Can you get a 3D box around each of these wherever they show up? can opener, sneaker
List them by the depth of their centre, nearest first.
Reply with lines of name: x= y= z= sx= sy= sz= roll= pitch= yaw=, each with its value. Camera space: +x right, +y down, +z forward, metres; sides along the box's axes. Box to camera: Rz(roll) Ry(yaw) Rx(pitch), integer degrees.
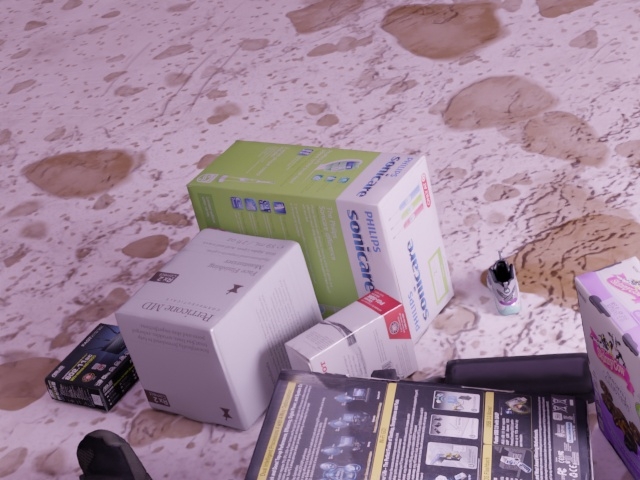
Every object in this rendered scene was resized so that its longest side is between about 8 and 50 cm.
sneaker: x=-0.239 y=0.285 z=1.472 sx=0.130 sy=0.087 sz=0.227 roll=-20 pitch=36 yaw=-21
can opener: x=0.163 y=0.173 z=1.515 sx=0.280 sy=0.074 sz=0.093 roll=-9 pitch=65 yaw=13
sneaker: x=0.221 y=0.038 z=1.691 sx=0.038 sy=0.069 sz=0.098 roll=-15 pitch=31 yaw=0

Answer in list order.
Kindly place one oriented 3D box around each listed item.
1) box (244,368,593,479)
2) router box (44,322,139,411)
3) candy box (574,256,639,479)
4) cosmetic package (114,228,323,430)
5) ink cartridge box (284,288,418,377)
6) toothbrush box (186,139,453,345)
box: x=0.086 y=0.254 z=1.248 sx=0.318 sy=0.097 sz=0.395 roll=6 pitch=23 yaw=5
router box: x=-0.271 y=0.157 z=1.743 sx=0.092 sy=0.038 sz=0.122 roll=6 pitch=36 yaw=32
candy box: x=0.320 y=0.142 z=1.352 sx=0.070 sy=0.196 sz=0.165 roll=-18 pitch=30 yaw=-5
cosmetic package: x=-0.114 y=0.102 z=1.652 sx=0.151 sy=0.151 sz=0.183 roll=7 pitch=37 yaw=34
ink cartridge box: x=0.036 y=0.133 z=1.588 sx=0.135 sy=0.099 sz=0.056 roll=-29 pitch=33 yaw=-23
toothbrush box: x=0.000 y=0.000 z=1.718 sx=0.283 sy=0.206 sz=0.122 roll=7 pitch=37 yaw=34
